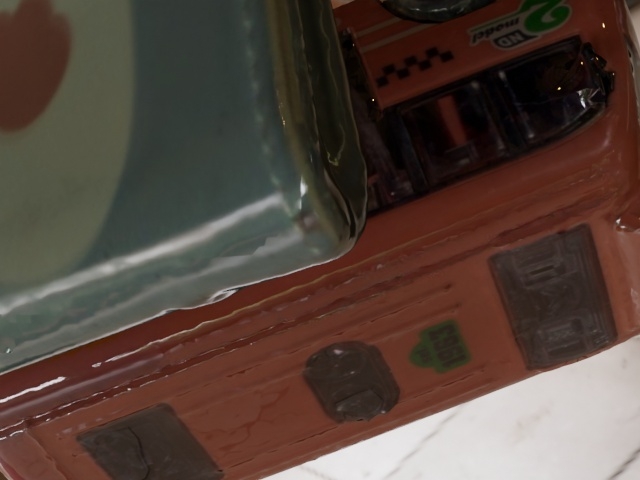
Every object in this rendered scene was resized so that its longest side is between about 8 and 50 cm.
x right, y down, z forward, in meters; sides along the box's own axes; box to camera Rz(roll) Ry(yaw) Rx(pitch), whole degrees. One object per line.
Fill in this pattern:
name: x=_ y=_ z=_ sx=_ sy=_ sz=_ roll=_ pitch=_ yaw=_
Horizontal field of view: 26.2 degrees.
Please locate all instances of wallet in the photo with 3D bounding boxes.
wallet: x=-0.150 y=-0.061 z=0.546 sx=0.360 sy=0.252 sz=0.083 roll=-18 pitch=-21 yaw=29

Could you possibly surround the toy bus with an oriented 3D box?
toy bus: x=0.000 y=0.000 z=0.812 sx=0.427 sy=0.203 sz=0.233 roll=-21 pitch=50 yaw=5
